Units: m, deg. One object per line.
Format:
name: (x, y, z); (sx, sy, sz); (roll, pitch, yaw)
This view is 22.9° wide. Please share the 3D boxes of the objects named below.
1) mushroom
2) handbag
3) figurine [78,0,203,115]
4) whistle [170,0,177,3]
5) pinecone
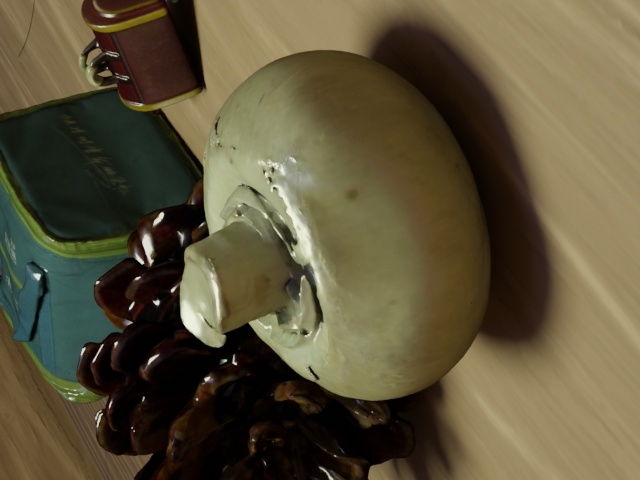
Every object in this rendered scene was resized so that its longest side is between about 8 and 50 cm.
mushroom: (0.000, 0.000, 1.054); (0.246, 0.202, 0.246); (41, 147, 34)
handbag: (-0.238, 0.004, 1.688); (0.263, 0.222, 0.241); (54, 152, 42)
figurine: (-0.176, -0.171, 1.487); (0.082, 0.098, 0.154); (50, 165, 38)
whistle: (-0.143, -0.252, 1.441); (0.033, 0.029, 0.083); (-49, 63, 28)
pinecone: (-0.065, 0.120, 1.296); (0.296, 0.242, 0.298); (-131, 31, -50)
